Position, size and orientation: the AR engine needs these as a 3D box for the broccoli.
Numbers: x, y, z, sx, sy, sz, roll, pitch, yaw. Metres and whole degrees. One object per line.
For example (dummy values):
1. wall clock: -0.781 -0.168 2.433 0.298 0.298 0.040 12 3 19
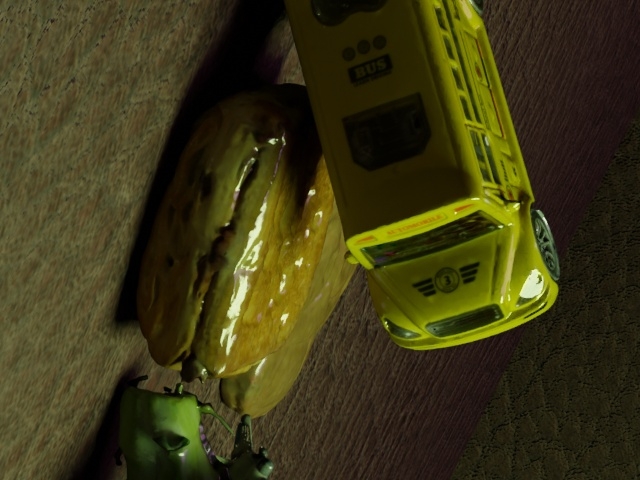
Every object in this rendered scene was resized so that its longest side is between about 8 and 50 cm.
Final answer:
1. broccoli: -0.117 0.266 1.566 0.180 0.243 0.273 -72 153 -67

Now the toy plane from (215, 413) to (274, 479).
1. toy plane: -0.122 0.277 1.760 0.088 0.192 0.262 13 126 -35

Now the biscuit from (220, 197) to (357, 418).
1. biscuit: 0.004 0.002 1.900 0.376 0.051 0.269 -68 166 10

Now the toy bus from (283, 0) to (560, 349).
1. toy bus: 0.069 -0.087 1.486 0.152 0.144 0.330 16 57 -69

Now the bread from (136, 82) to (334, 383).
1. bread: -0.065 -0.011 1.555 0.210 0.099 0.235 -24 131 -72
